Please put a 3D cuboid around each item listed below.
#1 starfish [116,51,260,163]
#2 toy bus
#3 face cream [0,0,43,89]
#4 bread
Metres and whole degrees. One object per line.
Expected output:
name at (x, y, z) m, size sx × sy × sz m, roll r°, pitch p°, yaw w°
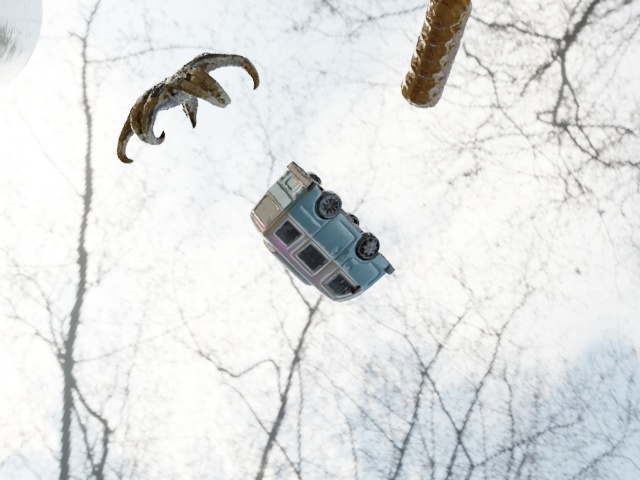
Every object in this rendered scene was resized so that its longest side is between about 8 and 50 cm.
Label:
starfish at (-0.172, -0.163, 1.085) m, size 0.190 × 0.074 × 0.146 m, roll -29°, pitch -166°, yaw 22°
toy bus at (0.000, 0.000, 0.771) m, size 0.075 × 0.123 × 0.060 m, roll -43°, pitch -148°, yaw 1°
face cream at (-0.159, -0.081, 0.287) m, size 0.105 × 0.105 × 0.349 m, roll -49°, pitch -163°, yaw 3°
bread at (0.134, -0.222, 1.048) m, size 0.052 × 0.157 × 0.044 m, roll 31°, pitch -138°, yaw 16°
